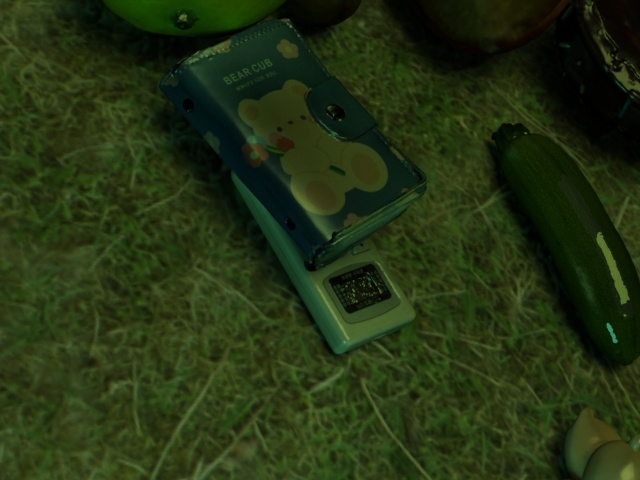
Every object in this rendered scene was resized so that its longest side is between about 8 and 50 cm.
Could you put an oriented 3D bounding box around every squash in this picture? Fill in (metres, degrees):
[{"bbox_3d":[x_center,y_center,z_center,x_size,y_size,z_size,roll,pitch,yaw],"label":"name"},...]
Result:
[{"bbox_3d":[0.234,-0.006,1.312,0.069,0.069,0.258,-11,67,-37],"label":"squash"}]

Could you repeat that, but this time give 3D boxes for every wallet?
[{"bbox_3d":[-0.018,-0.081,1.169,0.141,0.059,0.202,-32,75,-36],"label":"wallet"}]

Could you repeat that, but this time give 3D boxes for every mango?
[{"bbox_3d":[-0.090,-0.273,1.224,0.185,0.149,0.273,29,40,14],"label":"mango"}]

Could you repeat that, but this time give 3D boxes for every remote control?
[{"bbox_3d":[0.000,0.000,1.183,0.088,0.029,0.190,-17,70,-40],"label":"remote control"}]

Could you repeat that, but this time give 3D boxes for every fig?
[{"bbox_3d":[-0.005,-0.238,1.314,0.088,0.074,0.074,41,45,17],"label":"fig"}]

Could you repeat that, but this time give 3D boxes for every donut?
[{"bbox_3d":[0.339,-0.194,1.459,0.235,0.089,0.235,15,55,-22],"label":"donut"}]

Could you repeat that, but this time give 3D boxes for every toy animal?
[{"bbox_3d":[0.250,0.193,1.176,0.091,0.082,0.114,30,48,-14],"label":"toy animal"}]

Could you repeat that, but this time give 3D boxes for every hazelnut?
[{"bbox_3d":[0.162,-0.259,1.382,0.182,0.182,0.182,17,52,-23],"label":"hazelnut"}]
